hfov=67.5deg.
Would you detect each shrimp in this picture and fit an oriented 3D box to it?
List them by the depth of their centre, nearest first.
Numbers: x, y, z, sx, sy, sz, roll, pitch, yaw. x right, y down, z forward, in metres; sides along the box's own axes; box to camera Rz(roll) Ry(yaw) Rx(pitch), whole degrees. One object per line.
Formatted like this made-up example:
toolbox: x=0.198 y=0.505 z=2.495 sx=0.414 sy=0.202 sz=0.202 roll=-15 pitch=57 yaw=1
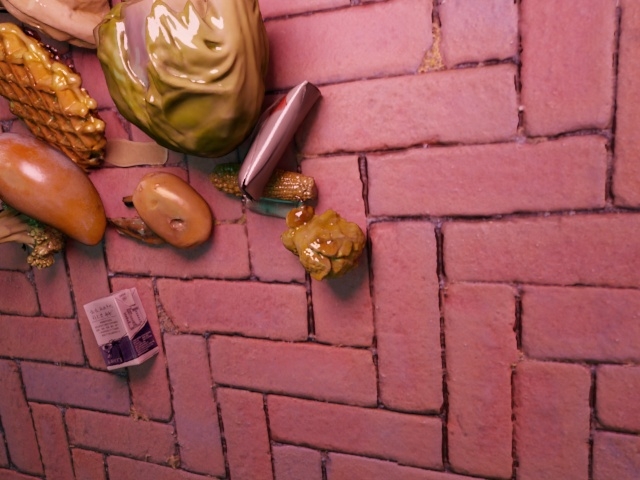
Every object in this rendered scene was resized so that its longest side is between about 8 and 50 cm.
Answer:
shrimp: x=-0.528 y=-0.073 z=1.383 sx=0.254 sy=0.059 sz=0.145 roll=19 pitch=106 yaw=15

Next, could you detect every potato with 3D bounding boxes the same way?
potato: x=-0.389 y=-0.085 z=1.286 sx=0.234 sy=0.146 sz=0.150 roll=44 pitch=133 yaw=-11

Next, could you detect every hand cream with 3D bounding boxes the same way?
hand cream: x=-0.127 y=-0.089 z=1.248 sx=0.165 sy=0.037 sz=0.057 roll=11 pitch=106 yaw=10

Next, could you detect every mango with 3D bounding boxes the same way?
mango: x=-0.745 y=-0.141 z=1.318 sx=0.199 sy=0.221 sz=0.384 roll=-44 pitch=110 yaw=-7

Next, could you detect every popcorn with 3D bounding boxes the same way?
popcorn: x=0.009 y=-0.005 z=1.154 sx=0.168 sy=0.174 sz=0.195 roll=-36 pitch=57 yaw=-11

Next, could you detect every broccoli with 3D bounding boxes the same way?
broccoli: x=-0.896 y=-0.038 z=1.428 sx=0.246 sy=0.243 sz=0.263 roll=6 pitch=108 yaw=17

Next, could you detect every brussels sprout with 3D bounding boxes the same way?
brussels sprout: x=-0.281 y=-0.369 z=1.066 sx=0.425 sy=0.342 sz=0.361 roll=22 pitch=145 yaw=44

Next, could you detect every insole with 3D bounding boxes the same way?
insole: x=-0.540 y=-0.250 z=1.371 sx=0.247 sy=0.011 sz=0.081 roll=5 pitch=104 yaw=19

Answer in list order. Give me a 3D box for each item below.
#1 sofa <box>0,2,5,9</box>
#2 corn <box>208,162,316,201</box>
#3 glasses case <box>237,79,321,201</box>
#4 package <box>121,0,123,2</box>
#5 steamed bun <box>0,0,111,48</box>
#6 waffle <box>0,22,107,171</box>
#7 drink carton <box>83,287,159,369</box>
sofa: x=-0.802 y=-0.694 z=1.253 sx=0.258 sy=0.182 sz=0.200 roll=16 pitch=107 yaw=28
corn: x=-0.147 y=-0.145 z=1.210 sx=0.288 sy=0.086 sz=0.087 roll=10 pitch=106 yaw=16
glasses case: x=-0.112 y=-0.239 z=1.104 sx=0.083 sy=0.128 sz=0.308 roll=31 pitch=90 yaw=3
package: x=-0.424 y=-0.605 z=1.232 sx=0.231 sy=0.040 sz=0.166 roll=0 pitch=100 yaw=29
steamed bun: x=-0.603 y=-0.659 z=1.125 sx=0.230 sy=0.324 sz=0.373 roll=11 pitch=104 yaw=24
waffle: x=-0.732 y=-0.366 z=1.290 sx=0.379 sy=0.095 sz=0.382 roll=43 pitch=146 yaw=-7
drink carton: x=-0.611 y=0.269 z=1.473 sx=0.134 sy=0.102 sz=0.222 roll=-16 pitch=97 yaw=25
